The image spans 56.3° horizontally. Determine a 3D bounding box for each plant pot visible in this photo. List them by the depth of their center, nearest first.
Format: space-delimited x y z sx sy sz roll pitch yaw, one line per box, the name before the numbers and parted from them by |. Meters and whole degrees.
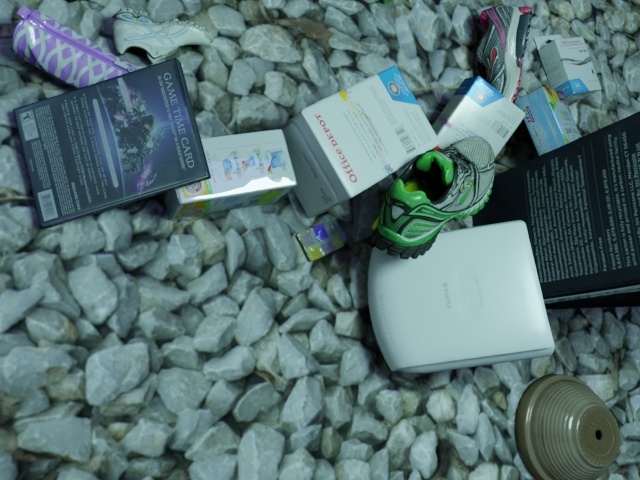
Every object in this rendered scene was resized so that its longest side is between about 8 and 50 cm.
plant pot | 0.526 0.393 1.222 0.238 0.110 0.237 6 75 -25

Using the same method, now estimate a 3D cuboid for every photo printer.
photo printer | 0.242 0.106 1.101 0.308 0.107 0.255 -8 74 5

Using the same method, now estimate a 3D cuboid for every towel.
towel | 0.000 0.000 1.127 0.083 0.009 0.060 -23 87 -27

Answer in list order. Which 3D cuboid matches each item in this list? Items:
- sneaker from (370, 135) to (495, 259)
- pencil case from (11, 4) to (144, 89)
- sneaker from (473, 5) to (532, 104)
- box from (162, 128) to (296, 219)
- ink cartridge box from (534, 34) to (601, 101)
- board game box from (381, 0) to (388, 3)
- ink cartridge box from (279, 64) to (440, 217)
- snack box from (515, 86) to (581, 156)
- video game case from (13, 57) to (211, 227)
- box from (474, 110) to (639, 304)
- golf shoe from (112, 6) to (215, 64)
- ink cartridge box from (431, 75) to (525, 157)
sneaker | 0.227 -0.104 1.071 0.134 0.146 0.343 32 48 18
pencil case | -0.389 -0.292 0.974 0.206 0.088 0.086 24 67 -17
sneaker | 0.400 -0.383 1.359 0.112 0.121 0.299 9 82 14
box | -0.163 -0.112 1.020 0.203 0.114 0.103 -12 83 -26
ink cartridge box | 0.613 -0.441 1.488 0.104 0.060 0.180 -15 84 -26
board game box | 0.219 -0.701 1.296 0.317 0.064 0.242 -29 91 -2
ink cartridge box | 0.058 -0.179 1.107 0.233 0.168 0.171 -31 93 -28
snack box | 0.528 -0.249 1.351 0.207 0.070 0.174 -15 83 -55
video game case | -0.325 -0.151 0.929 0.274 0.026 0.196 -16 84 3
box | 0.643 -0.026 1.171 0.480 0.472 0.297 2 77 -25
golf shoe | -0.279 -0.353 1.065 0.176 0.069 0.085 3 97 -21
ink cartridge box | 0.297 -0.206 1.246 0.134 0.078 0.231 34 95 -14
